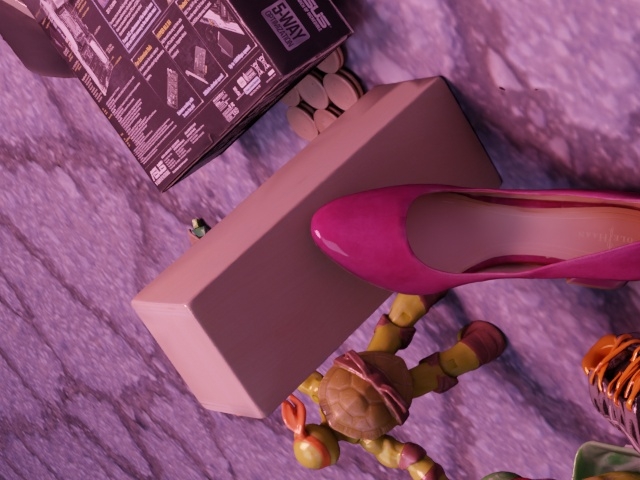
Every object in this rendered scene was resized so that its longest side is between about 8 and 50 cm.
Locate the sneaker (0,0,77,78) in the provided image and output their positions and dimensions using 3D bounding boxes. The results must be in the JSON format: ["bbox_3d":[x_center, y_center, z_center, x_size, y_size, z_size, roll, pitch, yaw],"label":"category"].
[{"bbox_3d":[-0.313,-0.240,1.382,0.222,0.083,0.118,37,152,16],"label":"sneaker"}]

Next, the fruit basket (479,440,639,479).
[{"bbox_3d":[0.207,0.207,0.995,0.353,0.165,0.327,17,169,-31],"label":"fruit basket"}]

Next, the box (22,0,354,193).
[{"bbox_3d":[-0.129,-0.192,1.165,0.242,0.076,0.307,54,153,-1],"label":"box"}]

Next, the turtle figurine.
[{"bbox_3d":[0.036,0.115,1.203,0.269,0.217,0.087,37,151,20],"label":"turtle figurine"}]

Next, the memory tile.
[{"bbox_3d":[-0.012,-0.139,1.162,0.113,0.012,0.148,10,136,50],"label":"memory tile"}]

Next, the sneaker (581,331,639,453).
[{"bbox_3d":[0.217,0.100,0.949,0.083,0.084,0.215,39,177,6],"label":"sneaker"}]

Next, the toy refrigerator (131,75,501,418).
[{"bbox_3d":[0.000,0.000,1.046,0.094,0.269,0.102,-1,127,55],"label":"toy refrigerator"}]

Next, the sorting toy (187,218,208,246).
[{"bbox_3d":[-0.115,0.011,1.508,0.062,0.012,0.083,38,155,28],"label":"sorting toy"}]

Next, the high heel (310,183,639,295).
[{"bbox_3d":[0.120,-0.008,0.961,0.244,0.082,0.117,11,160,-8],"label":"high heel"}]
